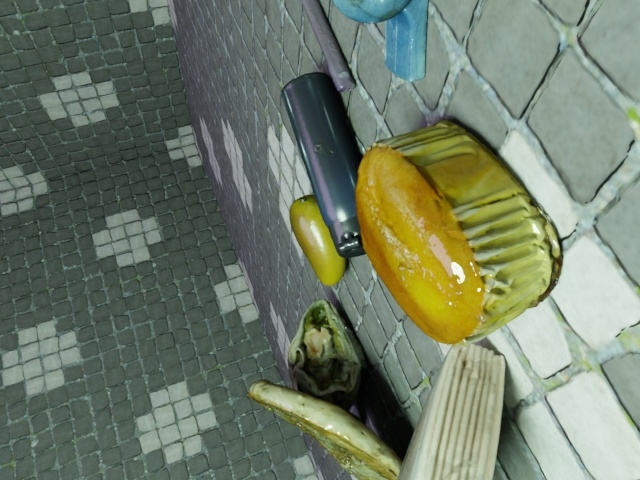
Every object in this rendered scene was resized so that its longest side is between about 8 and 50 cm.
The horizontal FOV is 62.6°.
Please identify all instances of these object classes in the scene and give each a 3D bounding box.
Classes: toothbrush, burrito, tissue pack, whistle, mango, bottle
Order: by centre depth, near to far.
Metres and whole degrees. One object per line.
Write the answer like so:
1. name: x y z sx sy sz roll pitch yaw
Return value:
1. whistle: 0.046 -0.212 0.453 0.090 0.090 0.158 -124 22 -48
2. tissue pack: 0.125 0.266 0.584 0.325 0.071 0.170 90 -158 -49
3. toothbrush: -0.026 -0.346 0.684 0.354 0.024 0.029 69 157 15
4. bottle: 0.018 -0.097 0.703 0.082 0.072 0.245 -2 -107 -67
5. mango: 0.000 0.000 0.890 0.103 0.076 0.161 -2 109 70
6. burrito: 0.010 0.289 1.084 0.190 0.135 0.332 54 161 33

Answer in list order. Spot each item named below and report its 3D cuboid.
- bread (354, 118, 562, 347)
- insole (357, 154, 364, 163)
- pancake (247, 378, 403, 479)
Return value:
1. bread: 0.101 -0.009 0.448 0.190 0.114 0.132 56 156 34
2. insole: 0.050 -0.094 0.737 0.135 0.002 0.045 174 80 -75
3. pancake: 0.037 0.345 0.892 0.356 0.065 0.356 33 160 14
